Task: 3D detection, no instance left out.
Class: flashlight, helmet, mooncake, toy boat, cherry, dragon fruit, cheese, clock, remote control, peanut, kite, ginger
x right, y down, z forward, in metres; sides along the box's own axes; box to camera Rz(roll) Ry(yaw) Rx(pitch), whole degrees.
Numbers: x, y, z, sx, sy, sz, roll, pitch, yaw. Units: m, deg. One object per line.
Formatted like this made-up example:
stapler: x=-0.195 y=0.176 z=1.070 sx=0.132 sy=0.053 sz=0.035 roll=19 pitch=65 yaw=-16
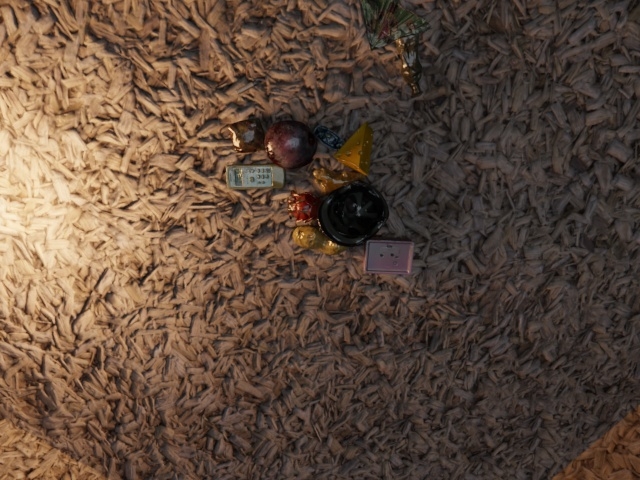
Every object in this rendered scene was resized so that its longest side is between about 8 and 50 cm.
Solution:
flashlight: x=-0.277 y=-0.575 z=1.505 sx=0.083 sy=0.018 sz=0.018 roll=-26 pitch=103 yaw=5
helmet: x=0.103 y=-0.083 z=1.539 sx=0.306 sy=0.177 sz=0.224 roll=-31 pitch=85 yaw=-20
mooncake: x=-0.279 y=-0.395 z=1.529 sx=0.130 sy=0.073 sz=0.125 roll=-11 pitch=107 yaw=4
toy boat: x=0.037 y=-0.390 z=1.541 sx=0.137 sy=0.061 sz=0.060 roll=36 pitch=102 yaw=-11
cherry: x=-0.106 y=-0.355 z=1.476 sx=0.196 sy=0.195 sz=0.194 roll=0 pitch=105 yaw=-1
dragon fruit: x=-0.063 y=-0.133 z=1.589 sx=0.142 sy=0.130 sz=0.121 roll=-14 pitch=138 yaw=2
cheese: x=0.152 y=-0.357 z=1.523 sx=0.126 sy=0.093 sz=0.171 roll=29 pitch=91 yaw=32
clock: x=0.280 y=0.061 z=1.670 sx=0.198 sy=0.063 sz=0.149 roll=2 pitch=105 yaw=-2
remote control: x=-0.255 y=-0.253 z=1.586 sx=0.234 sy=0.038 sz=0.097 roll=-1 pitch=105 yaw=0
peanut: x=0.000 y=0.000 z=1.627 sx=0.230 sy=0.103 sz=0.098 roll=16 pitch=102 yaw=-3
kite: x=0.250 y=-0.816 z=1.453 sx=0.323 sy=0.013 sz=0.267 roll=24 pitch=105 yaw=-10
ginger: x=0.072 y=-0.226 z=1.580 sx=0.206 sy=0.081 sz=0.115 roll=2 pitch=101 yaw=-5

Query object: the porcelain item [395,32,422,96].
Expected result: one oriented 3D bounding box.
porcelain item: x=0.333 y=-0.640 z=1.479 sx=0.081 sy=0.069 sz=0.215 roll=-16 pitch=113 yaw=0
